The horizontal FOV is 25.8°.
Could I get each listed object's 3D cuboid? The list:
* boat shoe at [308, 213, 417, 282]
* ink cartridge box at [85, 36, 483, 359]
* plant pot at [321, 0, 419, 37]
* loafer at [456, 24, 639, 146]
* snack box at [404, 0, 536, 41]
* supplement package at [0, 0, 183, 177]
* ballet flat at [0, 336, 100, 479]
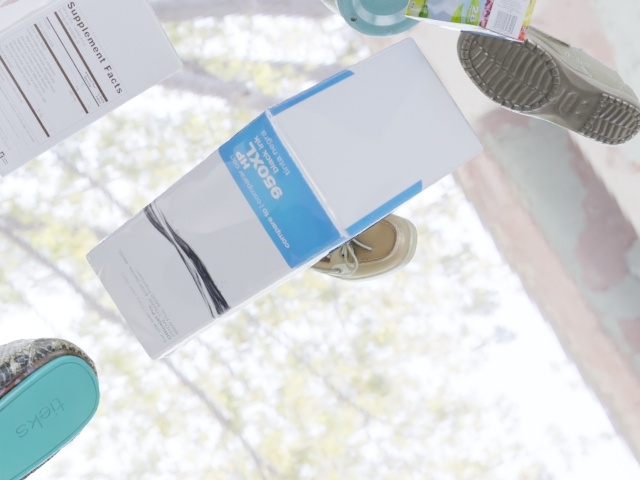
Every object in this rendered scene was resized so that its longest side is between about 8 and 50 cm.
[{"bbox_3d":[0.000,0.000,1.983,0.285,0.089,0.105,-1,-104,32],"label":"boat shoe"},{"bbox_3d":[-0.050,-0.044,1.646,0.395,0.285,0.166,-33,-90,44],"label":"ink cartridge box"},{"bbox_3d":[0.094,-0.505,2.520,0.255,0.271,0.272,-106,-168,-48],"label":"plant pot"},{"bbox_3d":[0.288,-0.209,1.773,0.102,0.268,0.092,-52,-161,30],"label":"loafer"},{"bbox_3d":[0.188,-0.335,1.558,0.174,0.070,0.207,29,-75,62],"label":"snack box"},{"bbox_3d":[-0.372,-0.252,1.924,0.175,0.293,0.177,62,-12,-26],"label":"supplement package"},{"bbox_3d":[-0.436,0.263,1.458,0.182,0.483,0.164,2,-57,40],"label":"ballet flat"}]
